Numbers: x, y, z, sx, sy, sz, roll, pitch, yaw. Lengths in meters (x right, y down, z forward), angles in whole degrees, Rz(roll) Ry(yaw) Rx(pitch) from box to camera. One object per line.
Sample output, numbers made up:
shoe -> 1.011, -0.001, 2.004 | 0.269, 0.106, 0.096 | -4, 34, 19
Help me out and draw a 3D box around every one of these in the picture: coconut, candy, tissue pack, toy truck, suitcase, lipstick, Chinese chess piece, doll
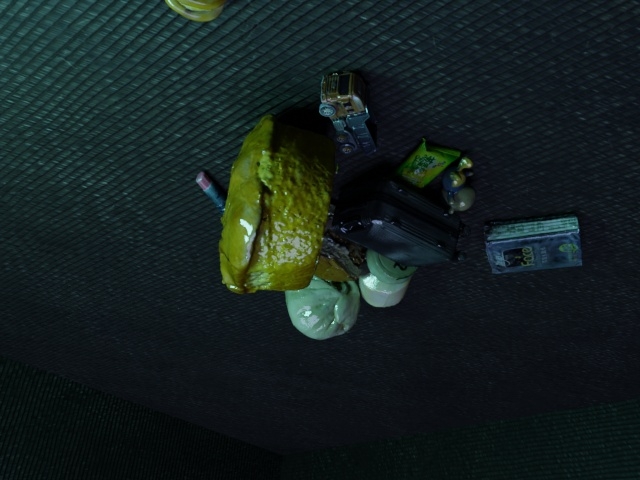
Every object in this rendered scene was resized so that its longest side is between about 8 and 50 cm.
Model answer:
coconut -> 0.176, 0.099, 1.898 | 0.147, 0.147, 0.153 | 4, 147, 2
candy -> 0.230, -0.164, 1.568 | 0.102, 0.032, 0.178 | 18, 147, -20
tissue pack -> 0.551, 0.012, 1.766 | 0.235, 0.073, 0.173 | -7, 145, 17
toy truck -> 0.065, -0.257, 1.395 | 0.092, 0.083, 0.192 | -7, 147, 20
suitcase -> 0.193, -0.036, 1.662 | 0.312, 0.128, 0.202 | 24, 160, -29
lipstick -> -0.245, -0.093, 1.737 | 0.053, 0.054, 0.234 | -9, 144, 22
Chinese chess piece -> 0.191, 0.044, 1.803 | 0.144, 0.144, 0.058 | 16, 156, -17
doll -> 0.321, -0.119, 1.581 | 0.089, 0.102, 0.179 | 35, 165, 14

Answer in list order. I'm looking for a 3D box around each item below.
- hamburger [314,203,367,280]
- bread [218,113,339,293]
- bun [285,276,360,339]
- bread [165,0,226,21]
hamburger -> 0.000, 0.000, 1.763 | 0.282, 0.156, 0.245 | 18, 154, -9
bread -> -0.098, -0.068, 1.455 | 0.215, 0.398, 0.398 | 9, 148, -5
bun -> 0.012, 0.153, 1.916 | 0.259, 0.259, 0.160 | 24, 150, -28
bread -> -0.202, -0.441, 1.142 | 0.119, 0.084, 0.177 | 16, 151, -16
